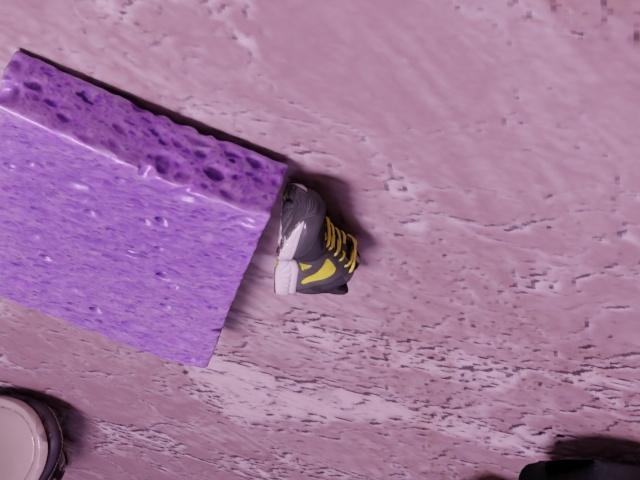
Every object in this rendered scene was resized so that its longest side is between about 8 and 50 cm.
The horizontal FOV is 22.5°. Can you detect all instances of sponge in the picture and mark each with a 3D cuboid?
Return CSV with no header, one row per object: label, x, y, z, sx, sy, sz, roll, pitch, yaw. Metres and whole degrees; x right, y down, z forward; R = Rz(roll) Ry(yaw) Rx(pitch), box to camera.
sponge,-0.088,-0.004,0.714,0.117,0.031,0.210,21,156,-3

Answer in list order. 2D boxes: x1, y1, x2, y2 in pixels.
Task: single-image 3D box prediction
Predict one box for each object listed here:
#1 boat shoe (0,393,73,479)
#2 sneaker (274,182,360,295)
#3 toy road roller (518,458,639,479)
boat shoe,-0.207,0.144,1.111,0.065,0.075,0.206,-17,168,-31
sneaker,0.000,0.000,0.662,0.035,0.031,0.083,6,160,-2
toy road roller,0.165,0.257,0.875,0.240,0.203,0.329,16,158,-18
